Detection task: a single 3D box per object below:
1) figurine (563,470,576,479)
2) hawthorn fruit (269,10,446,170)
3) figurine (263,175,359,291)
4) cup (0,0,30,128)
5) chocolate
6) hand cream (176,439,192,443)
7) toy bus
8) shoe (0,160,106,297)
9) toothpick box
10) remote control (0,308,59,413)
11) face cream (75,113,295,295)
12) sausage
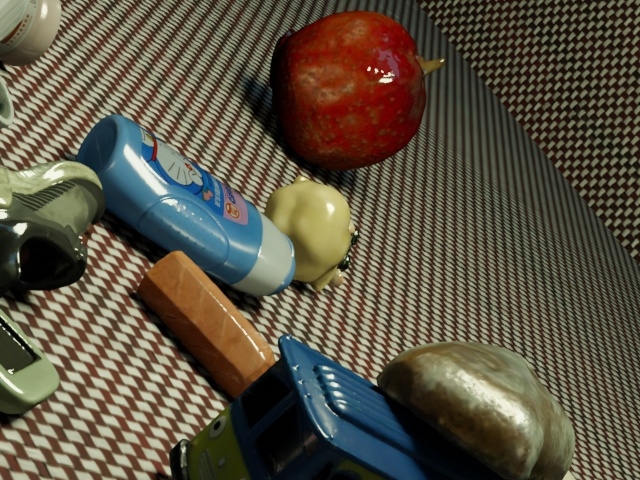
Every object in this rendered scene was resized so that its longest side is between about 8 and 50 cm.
[{"bbox_3d":[0.208,0.295,1.878,0.237,0.141,0.163,-112,180,-61],"label":"figurine"},{"bbox_3d":[0.054,-0.206,2.538,0.215,0.249,0.215,-17,90,-84],"label":"hawthorn fruit"},{"bbox_3d":[0.000,0.000,2.168,0.108,0.114,0.196,24,-4,23],"label":"figurine"},{"bbox_3d":[-0.349,-0.215,1.742,0.221,0.167,0.202,38,20,-11],"label":"cup"},{"bbox_3d":[0.149,0.135,1.577,0.157,0.080,0.254,36,4,19],"label":"chocolate"},{"bbox_3d":[-0.049,0.186,1.612,0.142,0.084,0.053,35,47,-47],"label":"hand cream"},{"bbox_3d":[0.034,0.219,1.529,0.287,0.175,0.138,32,20,-35],"label":"toy bus"},{"bbox_3d":[-0.247,-0.002,1.581,0.112,0.099,0.227,56,23,16],"label":"shoe"},{"bbox_3d":[-0.355,-0.250,1.928,0.149,0.098,0.098,23,25,-52],"label":"toothpick box"},{"bbox_3d":[-0.324,0.017,1.430,0.309,0.038,0.090,45,16,5],"label":"remote control"},{"bbox_3d":[-0.131,-0.025,1.924,0.264,0.083,0.149,35,21,-30],"label":"face cream"},{"bbox_3d":[-0.099,0.088,1.758,0.169,0.065,0.065,47,16,13],"label":"sausage"}]
